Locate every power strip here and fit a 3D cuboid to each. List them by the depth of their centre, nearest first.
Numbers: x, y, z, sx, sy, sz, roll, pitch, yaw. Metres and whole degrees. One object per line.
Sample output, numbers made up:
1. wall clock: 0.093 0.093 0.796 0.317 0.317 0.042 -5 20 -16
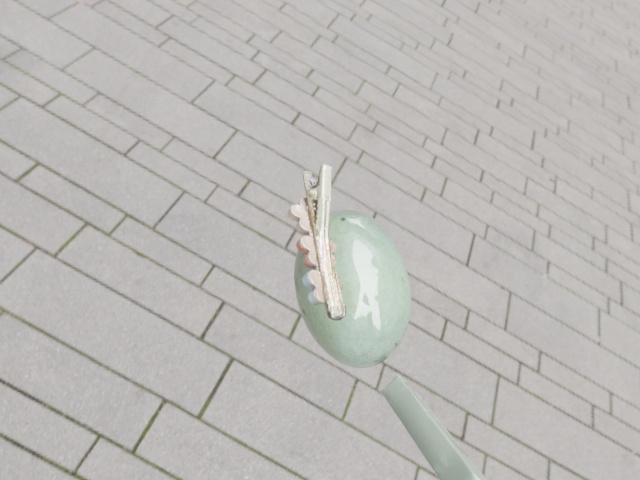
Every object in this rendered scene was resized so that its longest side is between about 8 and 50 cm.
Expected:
1. power strip: 0.217 0.378 1.102 0.091 0.062 0.385 46 1 -21

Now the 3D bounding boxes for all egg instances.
1. egg: 0.047 0.070 0.884 0.169 0.169 0.236 -10 85 -34

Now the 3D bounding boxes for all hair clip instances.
1. hair clip: -0.004 0.002 0.757 0.062 0.056 0.213 13 63 -37
